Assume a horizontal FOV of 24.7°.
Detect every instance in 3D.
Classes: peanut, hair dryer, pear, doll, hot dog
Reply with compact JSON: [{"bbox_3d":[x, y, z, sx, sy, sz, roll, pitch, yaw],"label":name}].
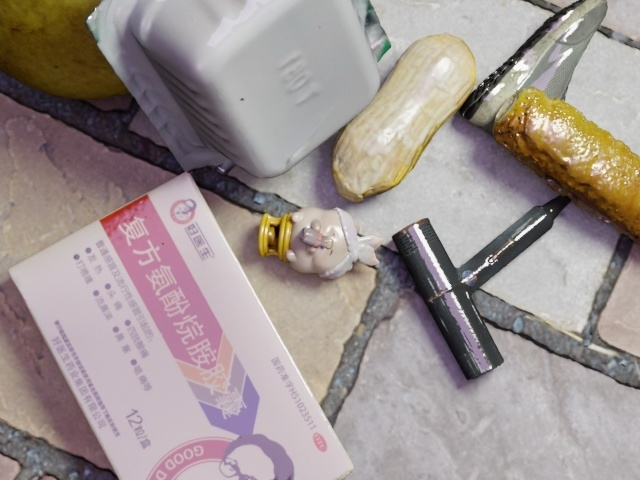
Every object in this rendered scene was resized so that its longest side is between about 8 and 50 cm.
[{"bbox_3d":[0.085,-0.129,1.520,0.087,0.087,0.207,38,84,5],"label":"peanut"},{"bbox_3d":[0.198,0.029,1.522,0.194,0.050,0.173,-26,86,-7],"label":"hair dryer"},{"bbox_3d":[-0.208,-0.291,1.446,0.303,0.304,0.304,0,82,0],"label":"pear"},{"bbox_3d":[0.000,0.000,1.501,0.127,0.084,0.073,6,83,8],"label":"doll"},{"bbox_3d":[0.305,-0.055,1.499,0.289,0.068,0.083,34,99,-7],"label":"hot dog"}]

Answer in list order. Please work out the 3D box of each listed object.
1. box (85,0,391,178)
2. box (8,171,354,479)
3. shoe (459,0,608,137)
[{"bbox_3d":[-0.046,-0.180,1.397,0.264,0.337,0.106,-40,62,-5],"label":"box"},{"bbox_3d":[-0.143,0.133,1.493,0.214,0.069,0.353,-29,85,-4],"label":"box"},{"bbox_3d":[0.238,-0.177,1.540,0.194,0.074,0.077,-43,96,-3],"label":"shoe"}]
